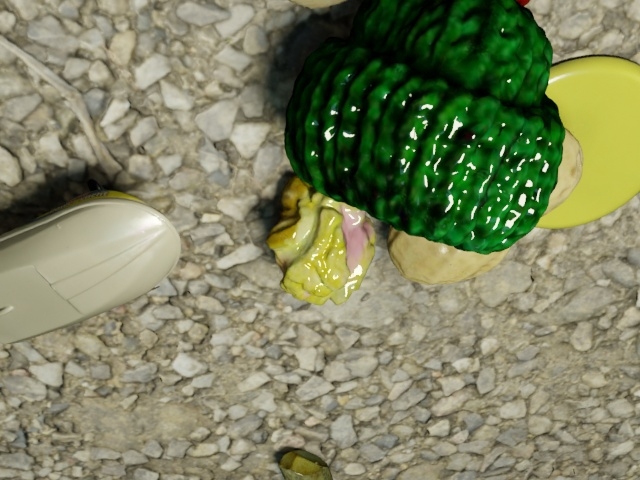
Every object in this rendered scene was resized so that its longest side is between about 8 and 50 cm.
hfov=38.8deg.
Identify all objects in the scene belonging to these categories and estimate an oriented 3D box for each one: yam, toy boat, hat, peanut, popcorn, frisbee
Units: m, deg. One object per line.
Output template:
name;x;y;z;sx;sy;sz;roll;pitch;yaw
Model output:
yam;-0.013;0.356;1.334;0.070;0.069;0.146;-15;126;2
toy boat;-0.272;0.017;0.997;0.269;0.140;0.141;-28;126;13
hat;0.121;-0.173;0.852;0.274;0.242;0.332;24;102;21
peanut;0.188;-0.037;1.026;0.123;0.123;0.257;35;124;-29
popcorn;0.000;0.000;1.031;0.126;0.125;0.145;15;109;6
frisbee;0.300;-0.107;1.066;0.236;0.017;0.236;-4;127;-5

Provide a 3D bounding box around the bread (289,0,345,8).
bread;0.034;-0.366;0.778;0.183;0.102;0.337;-1;128;-8
